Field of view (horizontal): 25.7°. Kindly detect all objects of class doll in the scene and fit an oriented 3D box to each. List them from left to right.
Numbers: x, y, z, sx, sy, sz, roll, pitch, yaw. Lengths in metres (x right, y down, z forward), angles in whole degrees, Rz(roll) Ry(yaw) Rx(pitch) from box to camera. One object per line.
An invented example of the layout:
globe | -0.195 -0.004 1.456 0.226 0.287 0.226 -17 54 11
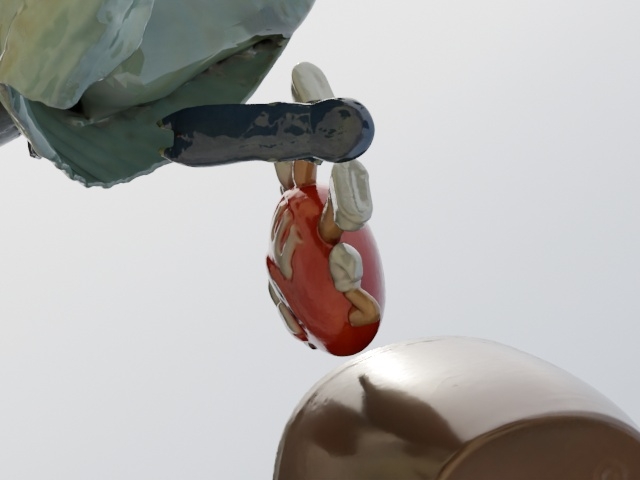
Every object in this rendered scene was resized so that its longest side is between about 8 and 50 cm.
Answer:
doll | -0.031 -0.059 0.777 0.125 0.027 0.037 -1 -87 13
doll | 0.000 0.000 1.028 0.217 0.085 0.183 89 -16 -48

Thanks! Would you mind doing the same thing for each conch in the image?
conch | -0.113 -0.199 0.777 0.215 0.319 0.303 30 -25 21

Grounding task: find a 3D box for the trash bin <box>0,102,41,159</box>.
trash bin | -0.438 -0.147 1.411 0.301 0.203 0.252 -27 -83 -2

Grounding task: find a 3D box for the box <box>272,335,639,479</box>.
box | 0.125 0.223 1.048 0.216 0.301 0.301 -175 -98 -70
